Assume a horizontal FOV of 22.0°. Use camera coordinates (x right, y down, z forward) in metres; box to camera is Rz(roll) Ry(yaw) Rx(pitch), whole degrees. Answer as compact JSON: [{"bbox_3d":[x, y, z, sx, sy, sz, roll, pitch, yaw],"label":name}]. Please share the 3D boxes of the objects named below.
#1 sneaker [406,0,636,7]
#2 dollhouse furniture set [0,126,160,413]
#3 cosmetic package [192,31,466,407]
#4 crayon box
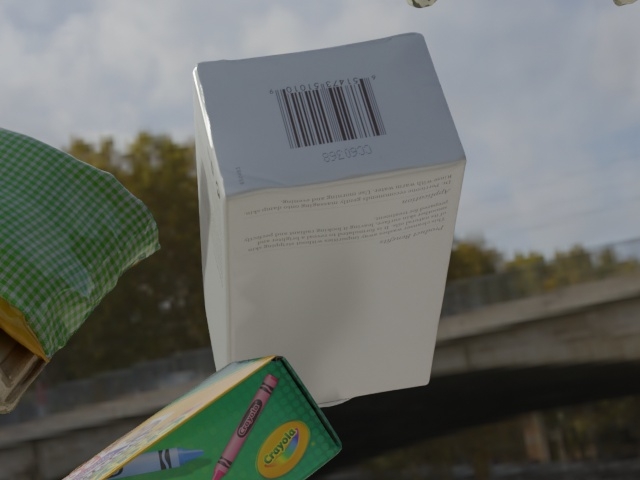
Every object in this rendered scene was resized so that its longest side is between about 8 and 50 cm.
[{"bbox_3d":[0.041,-0.215,0.941,0.410,0.158,0.182,8,-59,-6],"label":"sneaker"},{"bbox_3d":[-0.246,-0.062,0.907,0.301,0.197,0.151,23,-52,7],"label":"dollhouse furniture set"},{"bbox_3d":[0.000,0.000,1.528,0.217,0.156,0.385,-8,-33,-10],"label":"cosmetic package"},{"bbox_3d":[-0.133,0.189,1.122,0.278,0.081,0.165,-35,3,-16],"label":"crayon box"}]
